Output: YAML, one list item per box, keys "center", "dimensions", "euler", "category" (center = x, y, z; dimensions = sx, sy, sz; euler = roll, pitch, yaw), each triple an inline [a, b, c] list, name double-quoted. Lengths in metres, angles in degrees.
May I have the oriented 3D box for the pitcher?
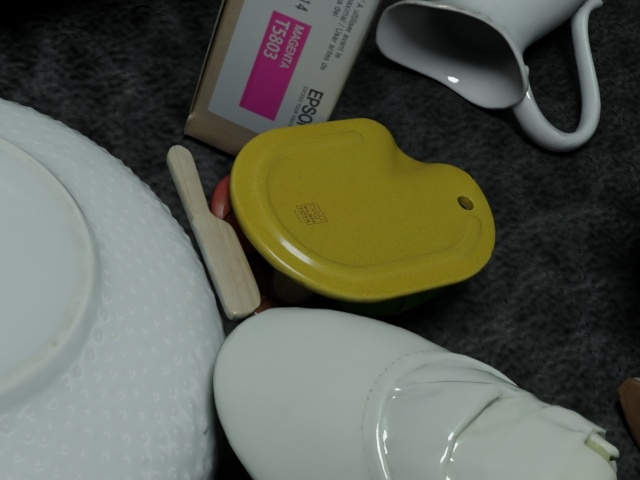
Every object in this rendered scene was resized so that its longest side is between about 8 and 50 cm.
- center: [0.154, -0.179, 0.994]
  dimensions: [0.178, 0.125, 0.207]
  euler: [40, 58, -16]
  category: "pitcher"

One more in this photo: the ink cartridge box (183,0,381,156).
- center: [0.008, -0.184, 0.850]
  dimensions: [0.088, 0.235, 0.193]
  euler: [24, 50, -2]
  category: "ink cartridge box"

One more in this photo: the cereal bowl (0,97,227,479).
- center: [-0.198, 0.046, 0.654]
  dimensions: [0.339, 0.141, 0.339]
  euler: [11, 52, -14]
  category: "cereal bowl"

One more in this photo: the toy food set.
- center: [0.000, 0.000, 0.807]
  dimensions: [0.218, 0.071, 0.128]
  euler: [-9, 57, -37]
  category: "toy food set"

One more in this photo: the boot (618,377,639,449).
- center: [0.246, 0.124, 0.838]
  dimensions: [0.087, 0.042, 0.118]
  euler: [-14, 61, -37]
  category: "boot"

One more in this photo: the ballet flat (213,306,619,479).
- center: [0.125, 0.159, 0.640]
  dimensions: [0.400, 0.139, 0.139]
  euler: [45, 50, 0]
  category: "ballet flat"
